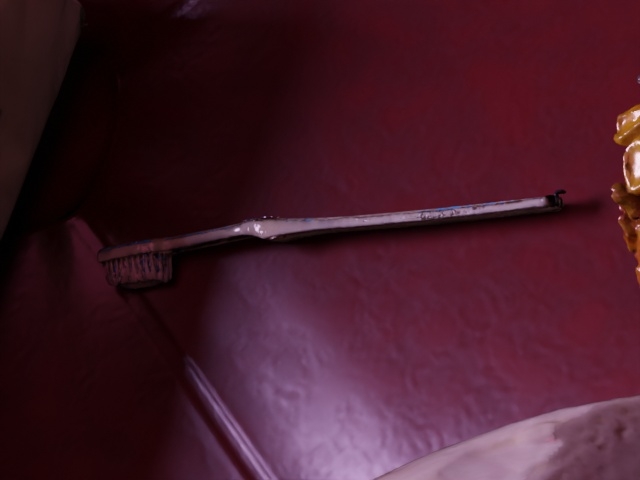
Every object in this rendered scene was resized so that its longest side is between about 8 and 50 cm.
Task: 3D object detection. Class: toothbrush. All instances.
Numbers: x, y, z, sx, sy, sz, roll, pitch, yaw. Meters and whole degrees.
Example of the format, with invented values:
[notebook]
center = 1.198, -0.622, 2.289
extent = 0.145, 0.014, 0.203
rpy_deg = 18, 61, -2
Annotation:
[toothbrush]
center = 0.000, -0.006, 1.006
extent = 0.294, 0.026, 0.028
rpy_deg = -11, 80, 21

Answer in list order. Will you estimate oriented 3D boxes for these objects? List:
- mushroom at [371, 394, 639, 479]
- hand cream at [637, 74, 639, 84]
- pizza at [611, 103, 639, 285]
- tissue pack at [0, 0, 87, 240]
[mushroom]
center = 0.060, 0.160, 0.841
extent = 0.350, 0.128, 0.128
rpy_deg = -15, 60, 23
[hand cream]
center = 0.227, -0.053, 0.917
extent = 0.062, 0.039, 0.163
rpy_deg = -43, 52, 20
[pizza]
center = 0.200, -0.026, 0.867
extent = 0.182, 0.062, 0.161
rpy_deg = -63, 36, 24
[tissue pack]
center = -0.351, -0.031, 1.074
extent = 0.297, 0.207, 0.380
rpy_deg = 7, 69, 27
